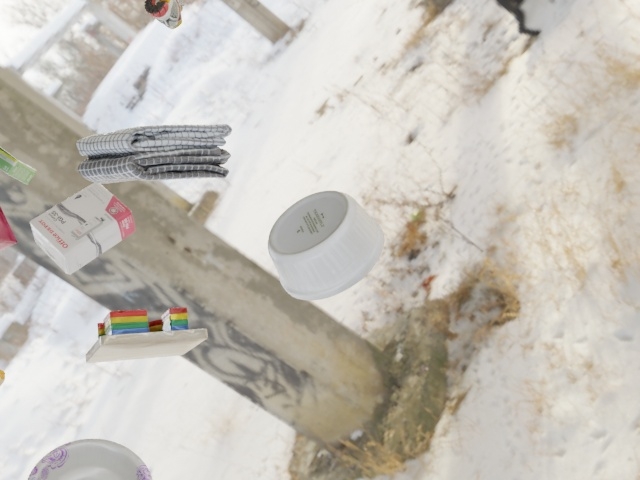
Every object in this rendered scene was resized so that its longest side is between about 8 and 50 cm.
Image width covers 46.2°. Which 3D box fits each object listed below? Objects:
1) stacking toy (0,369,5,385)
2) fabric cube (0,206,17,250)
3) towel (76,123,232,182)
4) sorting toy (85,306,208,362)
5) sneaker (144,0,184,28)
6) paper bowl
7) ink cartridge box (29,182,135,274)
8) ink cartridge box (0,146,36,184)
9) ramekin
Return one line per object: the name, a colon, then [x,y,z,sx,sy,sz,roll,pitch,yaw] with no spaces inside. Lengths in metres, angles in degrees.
stacking toy: [-0.833,0.379,1.662,0.302,0.175,0.165,-32,55,-8]
fabric cube: [-1.053,-0.053,2.072,0.258,0.254,0.259,-27,-3,0]
towel: [-0.368,-0.189,1.692,0.235,0.284,0.121,0,97,46]
sorting toy: [-0.449,0.238,1.910,0.255,0.257,0.089,-36,59,59]
sneaker: [-0.398,-0.618,1.903,0.088,0.093,0.225,-25,52,19]
paper bowl: [-0.536,0.613,1.726,0.284,0.285,0.148,-76,7,-53]
ink cartridge box: [-0.820,-0.046,2.595,0.283,0.207,0.117,-38,-26,-29]
ink cartridge box: [-0.896,-0.241,2.034,0.056,0.171,0.235,-58,-9,-6]
ramekin: [0.000,0.000,1.745,0.273,0.127,0.272,-23,35,17]
